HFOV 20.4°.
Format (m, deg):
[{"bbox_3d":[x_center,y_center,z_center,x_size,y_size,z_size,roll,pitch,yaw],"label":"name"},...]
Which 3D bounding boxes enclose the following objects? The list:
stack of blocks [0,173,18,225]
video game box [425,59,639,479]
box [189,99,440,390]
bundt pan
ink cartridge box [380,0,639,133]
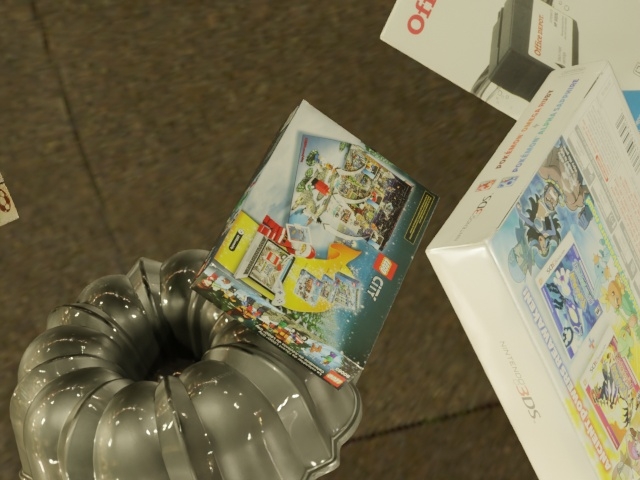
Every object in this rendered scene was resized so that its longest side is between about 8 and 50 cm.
[{"bbox_3d":[-0.512,0.001,1.997,0.297,0.171,0.087,-23,91,23],"label":"stack of blocks"},{"bbox_3d":[0.153,0.032,1.021,0.048,0.187,0.205,-9,120,36],"label":"video game box"},{"bbox_3d":[0.000,0.000,1.573,0.159,0.233,0.044,36,136,-9],"label":"box"},{"bbox_3d":[-0.132,0.124,1.607,0.331,0.331,0.124,-4,128,17],"label":"bundt pan"},{"bbox_3d":[0.248,-0.230,1.779,0.307,0.129,0.223,33,115,15],"label":"ink cartridge box"}]
